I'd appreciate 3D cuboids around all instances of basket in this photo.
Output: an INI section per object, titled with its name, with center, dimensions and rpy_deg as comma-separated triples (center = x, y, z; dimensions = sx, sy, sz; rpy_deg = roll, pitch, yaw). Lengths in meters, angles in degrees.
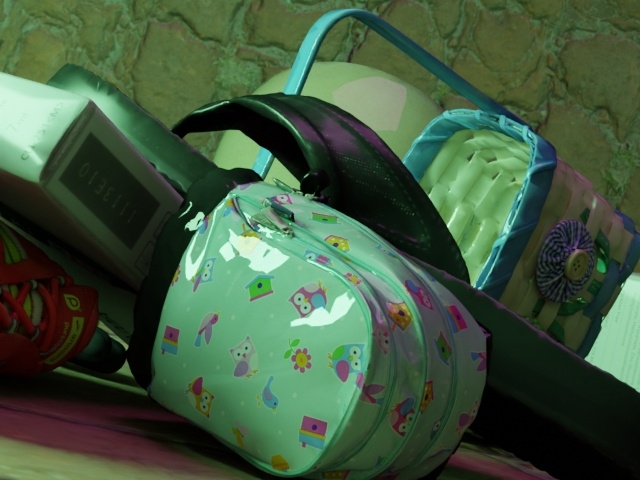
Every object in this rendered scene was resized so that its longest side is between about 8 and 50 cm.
[basket]
center = 0.071, 0.003, 1.189
dimensions = 0.289, 0.255, 0.201
rpy_deg = 26, -2, -21

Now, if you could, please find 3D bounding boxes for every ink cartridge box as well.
[ink cartridge box]
center = -0.155, -0.010, 1.004
dimensions = 0.239, 0.060, 0.275
rpy_deg = 17, -21, 38

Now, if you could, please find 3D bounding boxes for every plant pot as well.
[plant pot]
center = 0.000, 0.000, 1.587
dimensions = 0.284, 0.284, 0.191
rpy_deg = 14, 36, 18

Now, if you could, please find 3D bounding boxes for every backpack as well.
[backpack]
center = -0.009, 0.054, 0.831
dimensions = 0.182, 0.152, 0.115
rpy_deg = 28, 17, 38

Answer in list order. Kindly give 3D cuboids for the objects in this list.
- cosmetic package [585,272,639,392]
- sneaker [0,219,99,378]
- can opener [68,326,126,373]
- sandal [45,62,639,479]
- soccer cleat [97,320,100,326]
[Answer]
[cosmetic package]
center = 0.415, 0.136, 1.586
dimensions = 0.385, 0.156, 0.217
rpy_deg = 15, 2, 37
[sneaker]
center = -0.171, 0.026, 0.863
dimensions = 0.118, 0.107, 0.279
rpy_deg = 19, 0, -10
[can opener]
center = -0.204, 0.039, 1.064
dimensions = 0.186, 0.073, 0.059
rpy_deg = 24, -3, 28
[sandal]
center = 0.036, 0.008, 0.994
dimensions = 0.446, 0.107, 0.167
rpy_deg = 32, -15, 12
[soccer cleat]
center = -0.240, 0.032, 1.166
dimensions = 0.179, 0.060, 0.072
rpy_deg = 20, -10, -7
